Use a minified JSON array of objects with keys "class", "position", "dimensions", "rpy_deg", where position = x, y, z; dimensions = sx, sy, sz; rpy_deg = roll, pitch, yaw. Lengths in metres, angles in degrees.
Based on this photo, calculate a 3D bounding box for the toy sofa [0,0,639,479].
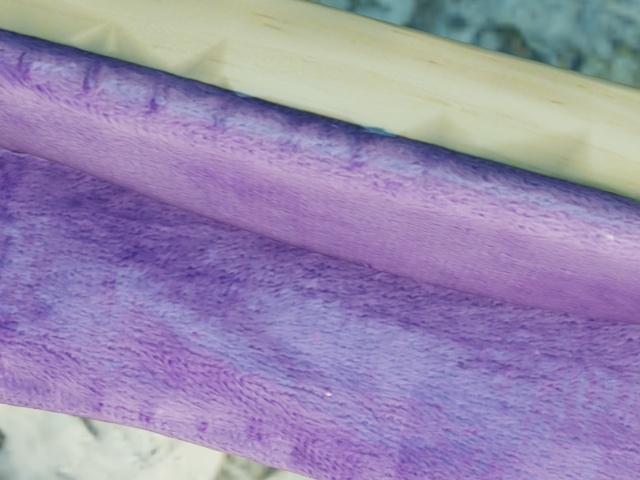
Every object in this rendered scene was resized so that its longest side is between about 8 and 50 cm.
[{"class":"toy sofa","position":[0.000,0.000,0.458],"dimensions":[0.363,0.150,0.177],"rpy_deg":[15,83,3]}]
